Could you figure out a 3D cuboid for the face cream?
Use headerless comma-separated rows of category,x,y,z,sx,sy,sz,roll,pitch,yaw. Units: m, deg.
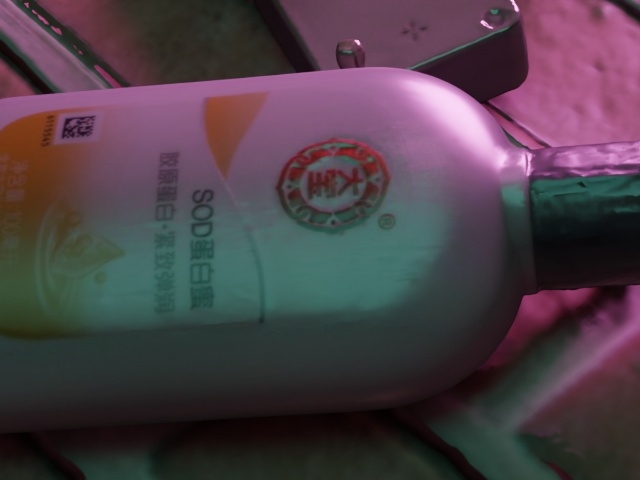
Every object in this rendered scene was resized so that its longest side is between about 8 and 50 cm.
face cream,0.000,0.000,0.658,0.291,0.071,0.144,-2,59,8

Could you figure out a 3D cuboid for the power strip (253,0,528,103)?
power strip,0.033,-0.145,0.788,0.145,0.061,0.215,-23,50,-9
